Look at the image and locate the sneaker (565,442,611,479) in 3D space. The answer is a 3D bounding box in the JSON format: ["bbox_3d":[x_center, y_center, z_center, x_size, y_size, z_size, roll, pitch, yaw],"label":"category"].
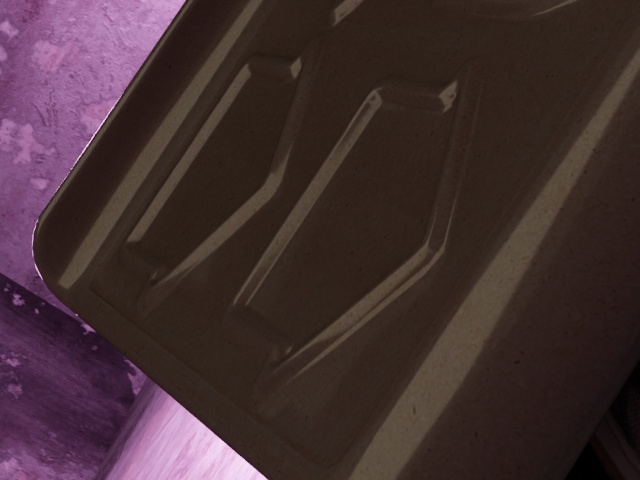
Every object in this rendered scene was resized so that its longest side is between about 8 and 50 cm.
[{"bbox_3d":[0.052,0.109,0.602,0.267,0.101,0.106,-56,4,8],"label":"sneaker"}]

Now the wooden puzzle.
[{"bbox_3d":[0.048,-0.063,0.539,0.322,0.080,0.348,-57,32,-5],"label":"wooden puzzle"}]

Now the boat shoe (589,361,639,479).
[{"bbox_3d":[0.127,0.061,0.407,0.073,0.080,0.223,-49,14,19],"label":"boat shoe"}]
